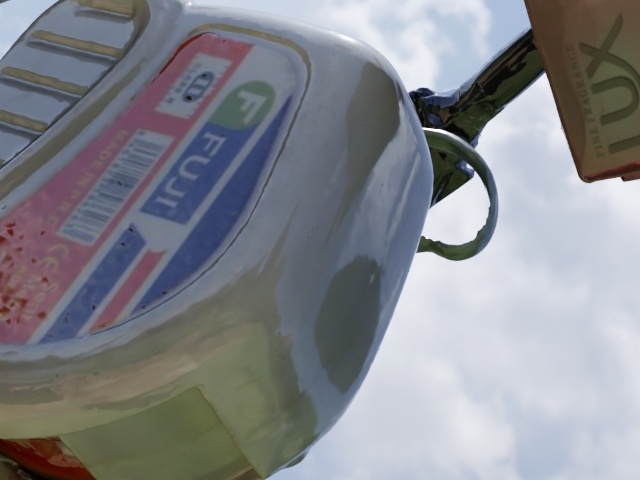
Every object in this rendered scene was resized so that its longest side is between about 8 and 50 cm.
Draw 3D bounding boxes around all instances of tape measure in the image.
[{"bbox_3d":[-0.093,0.008,0.642,0.265,0.258,0.130,18,-30,32],"label":"tape measure"}]

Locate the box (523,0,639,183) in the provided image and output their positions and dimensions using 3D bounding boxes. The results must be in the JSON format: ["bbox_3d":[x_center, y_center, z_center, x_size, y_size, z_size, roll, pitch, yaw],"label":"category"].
[{"bbox_3d":[0.114,-0.110,0.593,0.060,0.111,0.156,-18,-76,12],"label":"box"}]

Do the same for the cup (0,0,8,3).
[{"bbox_3d":[-0.195,-0.256,0.807,0.167,0.221,0.202,-26,-89,32],"label":"cup"}]

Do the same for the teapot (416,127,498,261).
[{"bbox_3d":[0.000,0.000,0.898,0.162,0.239,0.149,65,7,-59],"label":"teapot"}]

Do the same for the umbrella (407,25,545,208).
[{"bbox_3d":[0.055,-0.048,1.042,0.118,0.118,0.340,45,-59,-8],"label":"umbrella"}]
